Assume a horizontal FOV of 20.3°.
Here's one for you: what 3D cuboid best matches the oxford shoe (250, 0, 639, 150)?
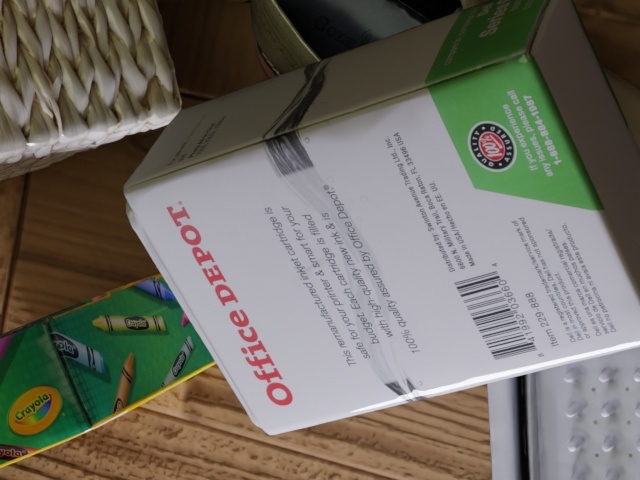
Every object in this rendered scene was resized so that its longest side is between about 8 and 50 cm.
[{"bbox_3d":[0.118,-0.084,1.208,0.397,0.146,0.140,24,82,13],"label":"oxford shoe"}]

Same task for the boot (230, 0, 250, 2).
[{"bbox_3d":[-0.114,-0.261,1.282,0.077,0.137,0.198,-42,82,18],"label":"boot"}]

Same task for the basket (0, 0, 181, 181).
[{"bbox_3d":[-0.315,-0.184,1.239,0.328,0.266,0.331,-13,93,47],"label":"basket"}]

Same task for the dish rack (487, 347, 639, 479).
[{"bbox_3d":[0.267,0.196,1.247,0.285,0.072,0.333,-2,96,19],"label":"dish rack"}]

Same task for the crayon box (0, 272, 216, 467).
[{"bbox_3d":[-0.187,0.096,1.272,0.165,0.278,0.081,-23,90,19],"label":"crayon box"}]

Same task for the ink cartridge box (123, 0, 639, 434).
[{"bbox_3d":[0.053,-0.015,1.142,0.289,0.121,0.211,-16,116,26],"label":"ink cartridge box"}]
